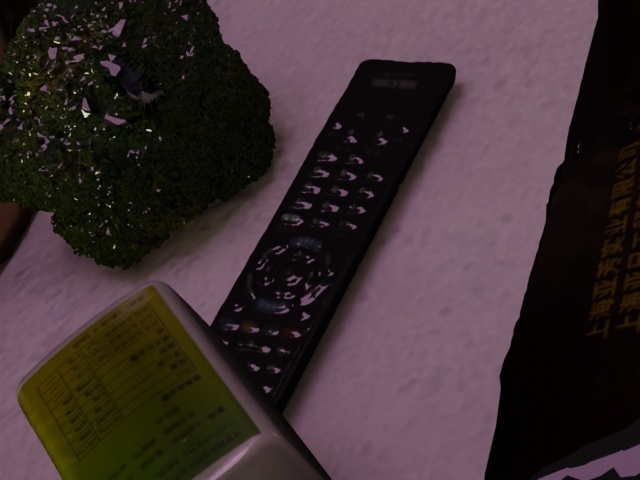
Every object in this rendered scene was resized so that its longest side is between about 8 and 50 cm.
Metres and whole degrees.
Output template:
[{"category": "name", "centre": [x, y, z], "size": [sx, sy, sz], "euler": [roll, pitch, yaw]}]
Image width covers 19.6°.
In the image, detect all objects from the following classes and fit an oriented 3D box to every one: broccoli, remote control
[{"category": "broccoli", "centre": [-0.111, -0.065, 0.996], "size": [0.162, 0.146, 0.138], "euler": [-31, -2, -15]}, {"category": "remote control", "centre": [0.000, 0.000, 0.930], "size": [0.063, 0.025, 0.245], "euler": [4, 52, 37]}]

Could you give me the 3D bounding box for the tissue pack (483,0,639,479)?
[{"category": "tissue pack", "centre": [0.190, -0.004, 0.615], "size": [0.210, 0.198, 0.370], "euler": [-8, 40, 29]}]

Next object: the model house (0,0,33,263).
[{"category": "model house", "centre": [-0.272, -0.072, 1.072], "size": [0.172, 0.183, 0.166], "euler": [-3, 48, 33]}]

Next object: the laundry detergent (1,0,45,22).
[{"category": "laundry detergent", "centre": [-0.213, -0.158, 1.132], "size": [0.237, 0.171, 0.076], "euler": [-4, 69, 34]}]

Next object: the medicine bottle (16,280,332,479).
[{"category": "medicine bottle", "centre": [-0.033, 0.118, 0.744], "size": [0.088, 0.132, 0.188], "euler": [-38, 39, -4]}]
